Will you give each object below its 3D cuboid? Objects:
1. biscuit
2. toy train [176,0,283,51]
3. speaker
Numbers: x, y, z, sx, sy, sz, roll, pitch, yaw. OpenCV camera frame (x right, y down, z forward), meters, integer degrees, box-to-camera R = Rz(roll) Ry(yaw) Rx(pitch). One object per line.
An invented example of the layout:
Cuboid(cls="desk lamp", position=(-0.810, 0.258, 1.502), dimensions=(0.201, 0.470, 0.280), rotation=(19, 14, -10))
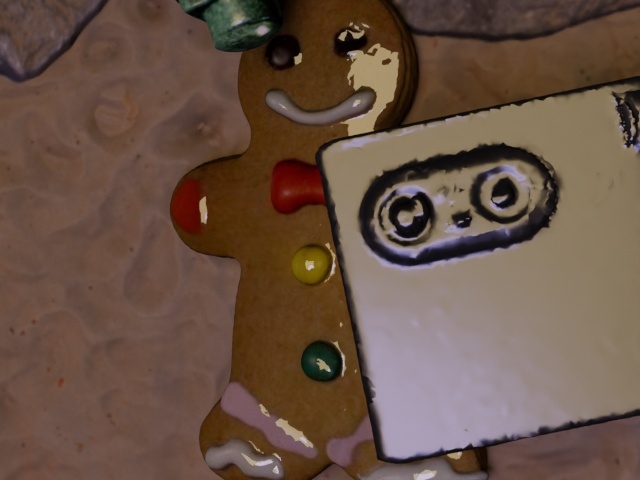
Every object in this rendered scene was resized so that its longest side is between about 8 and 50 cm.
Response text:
Cuboid(cls="biscuit", position=(0.000, 0.000, 1.332), dimensions=(0.283, 0.064, 0.432), rotation=(2, 93, 23))
Cuboid(cls="toy train", position=(-0.072, -0.356, 1.297), dimensions=(0.253, 0.160, 0.397), rotation=(-24, 79, 17))
Cuboid(cls="speaker", position=(0.151, 0.022, 1.177), dimensions=(0.254, 0.184, 0.232), rotation=(-11, 89, 9))
